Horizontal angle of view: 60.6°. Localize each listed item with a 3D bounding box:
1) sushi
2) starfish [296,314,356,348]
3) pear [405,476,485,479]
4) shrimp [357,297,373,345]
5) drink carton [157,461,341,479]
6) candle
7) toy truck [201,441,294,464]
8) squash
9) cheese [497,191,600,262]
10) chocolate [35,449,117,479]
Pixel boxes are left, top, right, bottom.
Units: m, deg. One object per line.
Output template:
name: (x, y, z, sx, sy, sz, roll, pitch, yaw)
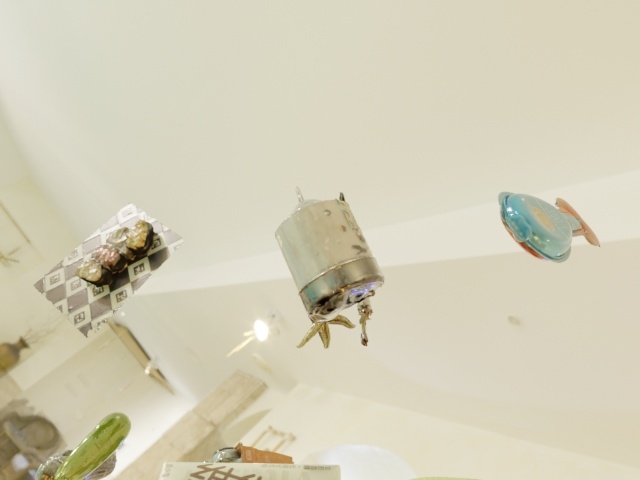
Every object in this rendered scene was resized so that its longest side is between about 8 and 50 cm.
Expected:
sushi: (-0.478, 0.039, 1.203, 0.264, 0.290, 0.050, 28, -23, 36)
starfish: (0.002, 0.242, 1.533, 0.053, 0.176, 0.208, 39, -18, 44)
pear: (0.291, 0.637, 1.118, 0.342, 0.318, 0.238, 61, -17, -8)
shrimp: (0.102, 0.192, 1.290, 0.178, 0.034, 0.124, -72, 163, -88)
drink carton: (-0.127, 0.482, 0.903, 0.194, 0.324, 0.132, -88, 180, -63)
candle: (0.000, 0.000, 1.179, 0.330, 0.187, 0.187, 65, -22, 21)
toy truck: (-0.225, 0.649, 1.313, 0.387, 0.207, 0.173, -45, -139, 30)
squash: (-0.452, 0.416, 1.097, 0.066, 0.201, 0.066, 6, -69, 17)
cheese: (0.289, -0.019, 0.685, 0.037, 0.256, 0.106, -45, -116, 34)
chocolate: (-0.617, 0.580, 1.397, 0.110, 0.110, 0.248, 38, 8, 23)
